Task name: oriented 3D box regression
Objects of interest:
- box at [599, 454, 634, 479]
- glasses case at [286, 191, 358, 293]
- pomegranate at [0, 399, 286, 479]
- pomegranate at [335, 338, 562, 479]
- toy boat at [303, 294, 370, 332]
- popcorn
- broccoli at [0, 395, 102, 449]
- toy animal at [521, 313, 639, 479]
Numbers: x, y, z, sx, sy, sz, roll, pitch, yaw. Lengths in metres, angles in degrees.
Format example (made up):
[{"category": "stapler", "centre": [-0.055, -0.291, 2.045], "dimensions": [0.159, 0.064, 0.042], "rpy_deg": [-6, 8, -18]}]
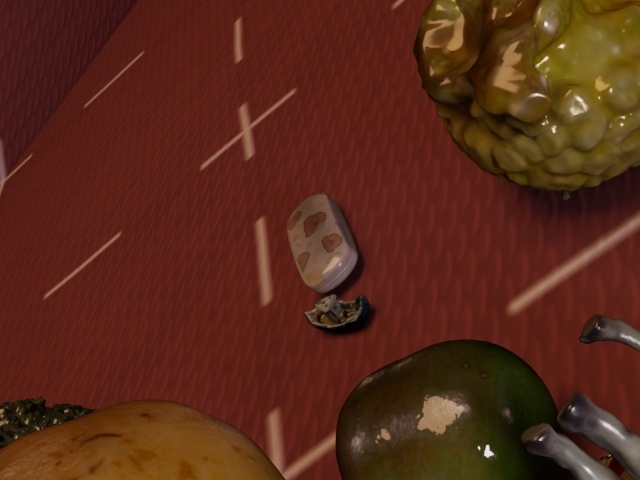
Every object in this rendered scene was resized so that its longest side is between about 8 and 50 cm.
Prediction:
[{"category": "box", "centre": [0.183, 0.213, 0.599], "dimensions": [0.050, 0.041, 0.207], "rpy_deg": [-22, 37, 34]}, {"category": "glasses case", "centre": [0.000, 0.000, 1.135], "dimensions": [0.063, 0.041, 0.164], "rpy_deg": [-41, 29, 12]}, {"category": "pomegranate", "centre": [-0.121, 0.257, 0.721], "dimensions": [0.307, 0.307, 0.307], "rpy_deg": [-34, 30, 23]}, {"category": "pomegranate", "centre": [0.092, 0.165, 0.716], "dimensions": [0.152, 0.131, 0.191], "rpy_deg": [-27, 56, 24]}, {"category": "toy boat", "centre": [0.014, 0.070, 1.033], "dimensions": [0.083, 0.038, 0.038], "rpy_deg": [-13, 42, 46]}, {"category": "popcorn", "centre": [0.180, -0.151, 0.880], "dimensions": [0.206, 0.237, 0.251], "rpy_deg": [-20, -4, 24]}, {"category": "broccoli", "centre": [-0.258, 0.271, 0.982], "dimensions": [0.263, 0.247, 0.243], "rpy_deg": [14, 98, 20]}, {"category": "toy animal", "centre": [0.188, 0.133, 0.568], "dimensions": [0.090, 0.170, 0.255], "rpy_deg": [-45, 19, 54]}]
